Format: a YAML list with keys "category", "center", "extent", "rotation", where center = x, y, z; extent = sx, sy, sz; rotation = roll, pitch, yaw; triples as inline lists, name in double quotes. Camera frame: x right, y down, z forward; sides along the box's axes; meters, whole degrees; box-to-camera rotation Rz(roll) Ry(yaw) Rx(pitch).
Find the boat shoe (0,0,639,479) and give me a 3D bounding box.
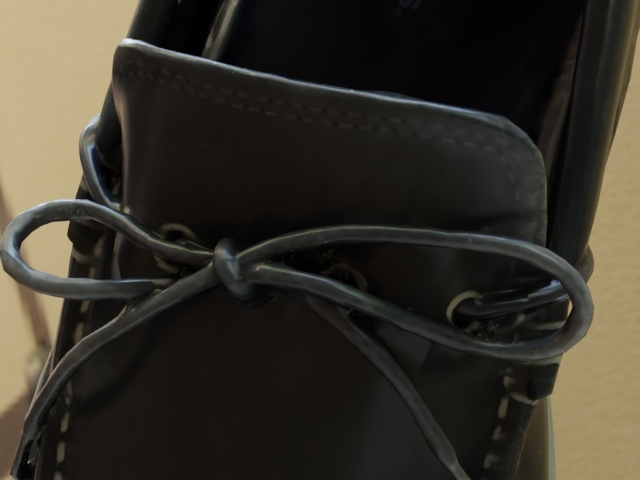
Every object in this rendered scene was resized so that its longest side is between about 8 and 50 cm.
- category: "boat shoe"
  center: [0.000, 0.000, 0.580]
  extent: [0.186, 0.156, 0.500]
  rotation: [15, -98, 17]
